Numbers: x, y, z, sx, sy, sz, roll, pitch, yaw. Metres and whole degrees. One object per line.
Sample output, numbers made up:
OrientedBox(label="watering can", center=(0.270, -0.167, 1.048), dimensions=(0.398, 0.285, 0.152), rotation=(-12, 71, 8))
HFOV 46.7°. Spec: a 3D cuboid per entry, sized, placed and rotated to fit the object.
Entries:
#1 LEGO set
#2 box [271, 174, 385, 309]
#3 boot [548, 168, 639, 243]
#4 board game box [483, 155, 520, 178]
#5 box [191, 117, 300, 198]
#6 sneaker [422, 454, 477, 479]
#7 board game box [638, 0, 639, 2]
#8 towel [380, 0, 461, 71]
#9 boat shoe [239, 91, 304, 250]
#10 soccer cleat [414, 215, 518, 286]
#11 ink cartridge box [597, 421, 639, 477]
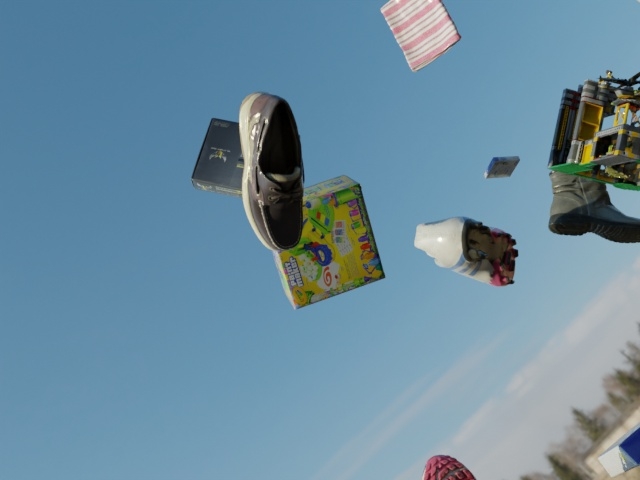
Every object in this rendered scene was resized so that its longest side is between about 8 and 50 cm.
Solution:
OrientedBox(label="LEGO set", center=(0.575, -0.213, 1.352), dimensions=(0.331, 0.255, 0.192), rotation=(116, 166, -88))
OrientedBox(label="box", center=(0.000, 0.000, 2.122), dimensions=(0.279, 0.177, 0.290), rotation=(-18, -73, -8))
OrientedBox(label="boot", center=(0.632, -0.088, 1.651), dimensions=(0.083, 0.246, 0.161), rotation=(72, -152, -66))
OrientedBox(label="board game box", center=(0.579, -0.234, 2.368), dimensions=(0.090, 0.020, 0.090), rotation=(-4, -32, -14))
OrientedBox(label="box", center=(-0.180, -0.194, 1.824), dimensions=(0.059, 0.233, 0.183), rotation=(87, -163, -67))
OrientedBox(label="sneaker", center=(0.260, 0.541, 1.394), dimensions=(0.121, 0.299, 0.112), rotation=(-22, 7, -8))
OrientedBox(label="board game box", center=(0.938, -0.559, 1.857), dimensions=(0.224, 0.303, 0.097), rotation=(17, -60, -35))
OrientedBox(label="towel", center=(0.239, -0.525, 1.788), dimensions=(0.144, 0.197, 0.029), rotation=(-32, -14, 30))
OrientedBox(label="boat shoe", center=(-0.075, -0.112, 1.279), dimensions=(0.103, 0.092, 0.285), rotation=(-13, -73, -27))
OrientedBox(label="soccer cleat", center=(0.305, 0.017, 1.529), dimensions=(0.331, 0.143, 0.116), rotation=(26, -110, -55))
OrientedBox(label="ink cartridge box", center=(0.749, 0.377, 1.578), dimensions=(0.303, 0.072, 0.307), rotation=(-34, -25, -7))
